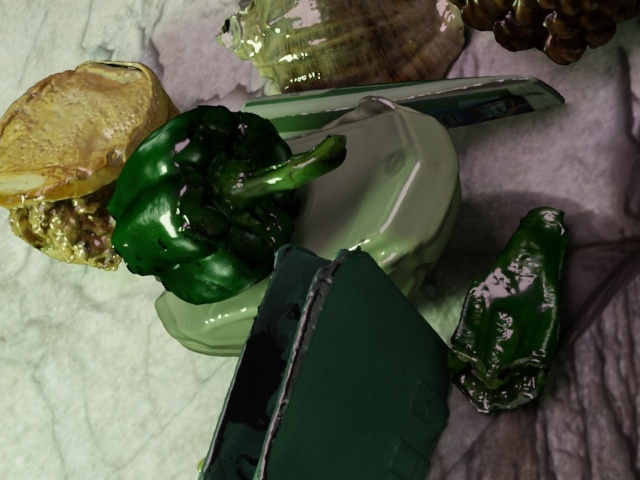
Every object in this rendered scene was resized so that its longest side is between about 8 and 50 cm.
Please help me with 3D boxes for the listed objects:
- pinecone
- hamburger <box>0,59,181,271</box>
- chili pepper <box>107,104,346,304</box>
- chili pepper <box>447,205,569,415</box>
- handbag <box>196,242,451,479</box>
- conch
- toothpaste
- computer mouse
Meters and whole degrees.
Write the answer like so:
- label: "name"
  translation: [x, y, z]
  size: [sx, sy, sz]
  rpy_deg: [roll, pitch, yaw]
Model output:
- label: "pinecone"
  translation: [0.224, -0.295, 1.896]
  size: [0.272, 0.224, 0.224]
  rpy_deg: [19, 75, 56]
- label: "hamburger"
  translation: [-0.269, -0.092, 2.200]
  size: [0.243, 0.146, 0.286]
  rpy_deg: [-29, 41, 12]
- label: "chili pepper"
  translation: [-0.092, -0.050, 1.815]
  size: [0.261, 0.165, 0.174]
  rpy_deg: [-30, 37, 47]
- label: "chili pepper"
  translation: [0.194, 0.063, 1.790]
  size: [0.108, 0.062, 0.216]
  rpy_deg: [6, 65, 33]
- label: "handbag"
  translation: [0.005, 0.165, 1.715]
  size: [0.100, 0.274, 0.269]
  rpy_deg: [6, 69, 32]
- label: "conch"
  translation: [0.007, -0.234, 2.061]
  size: [0.291, 0.159, 0.210]
  rpy_deg: [-10, 56, 32]
- label: "toothpaste"
  translation: [0.056, -0.133, 1.962]
  size: [0.392, 0.099, 0.061]
  rpy_deg: [-4, 78, 26]
- label: "computer mouse"
  translation: [0.001, 0.002, 1.927]
  size: [0.429, 0.145, 0.228]
  rpy_deg: [-18, 54, 43]
